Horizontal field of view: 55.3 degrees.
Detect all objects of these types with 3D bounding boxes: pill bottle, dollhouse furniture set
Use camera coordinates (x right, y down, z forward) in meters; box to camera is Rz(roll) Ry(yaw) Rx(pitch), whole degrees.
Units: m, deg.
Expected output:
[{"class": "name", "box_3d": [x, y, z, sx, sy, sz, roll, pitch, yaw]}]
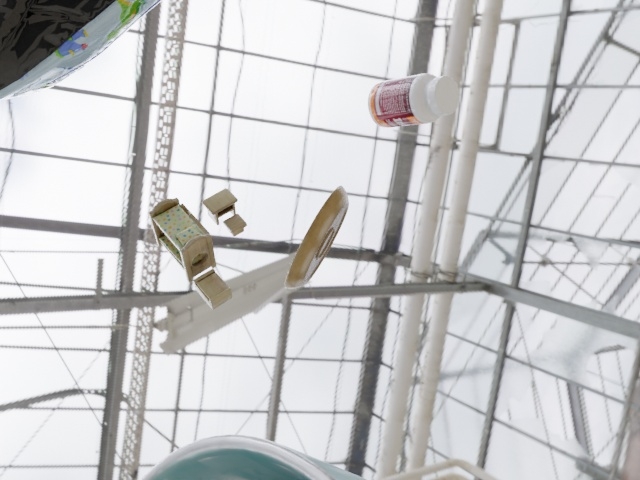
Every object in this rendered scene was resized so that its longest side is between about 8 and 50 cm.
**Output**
[{"class": "pill bottle", "box_3d": [0.163, -0.246, 1.073, 0.086, 0.152, 0.085, -4, -84, -39]}, {"class": "dollhouse furniture set", "box_3d": [-0.178, -0.007, 1.067, 0.161, 0.182, 0.101, -33, -29, -24]}]

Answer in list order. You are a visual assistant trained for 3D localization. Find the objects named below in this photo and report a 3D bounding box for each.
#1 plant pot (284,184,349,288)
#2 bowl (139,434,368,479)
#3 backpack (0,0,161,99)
[{"class": "plant pot", "box_3d": [0.000, 0.000, 1.230, 0.236, 0.033, 0.236, -60, -8, -14]}, {"class": "bowl", "box_3d": [0.006, 0.269, 0.339, 0.163, 0.312, 0.311, 17, -90, -45]}, {"class": "backpack", "box_3d": [-0.291, -0.295, 0.605, 0.290, 0.273, 0.355, 42, -90, -17]}]
